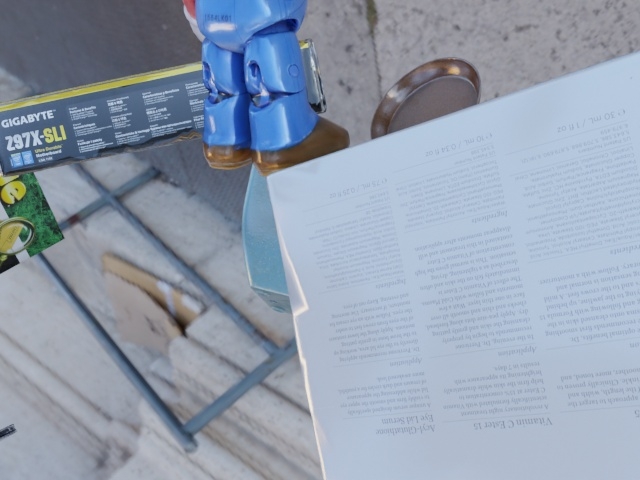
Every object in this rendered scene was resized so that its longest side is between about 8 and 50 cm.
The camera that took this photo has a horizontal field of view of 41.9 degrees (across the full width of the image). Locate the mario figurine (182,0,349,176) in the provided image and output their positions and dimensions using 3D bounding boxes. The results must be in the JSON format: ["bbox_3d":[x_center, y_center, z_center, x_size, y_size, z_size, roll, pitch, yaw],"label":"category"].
[{"bbox_3d":[-0.032,-0.222,0.666,0.198,0.170,0.321,-1,111,10],"label":"mario figurine"}]

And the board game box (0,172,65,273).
[{"bbox_3d":[-0.389,-0.066,0.921,0.030,0.136,0.260,37,151,37],"label":"board game box"}]

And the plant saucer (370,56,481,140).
[{"bbox_3d":[0.143,-0.169,1.112,0.168,0.168,0.029,14,159,47],"label":"plant saucer"}]

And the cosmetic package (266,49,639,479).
[{"bbox_3d":[0.155,0.051,0.531,0.377,0.097,0.284,-14,82,36],"label":"cosmetic package"}]

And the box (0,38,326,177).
[{"bbox_3d":[-0.159,-0.148,0.908,0.257,0.322,0.079,-94,-8,-80],"label":"box"}]

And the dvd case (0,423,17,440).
[{"bbox_3d":[-0.558,0.328,1.183,0.164,0.221,0.018,-30,85,47],"label":"dvd case"}]

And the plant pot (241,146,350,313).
[{"bbox_3d":[0.000,0.000,1.399,0.247,0.252,0.248,14,164,17],"label":"plant pot"}]
